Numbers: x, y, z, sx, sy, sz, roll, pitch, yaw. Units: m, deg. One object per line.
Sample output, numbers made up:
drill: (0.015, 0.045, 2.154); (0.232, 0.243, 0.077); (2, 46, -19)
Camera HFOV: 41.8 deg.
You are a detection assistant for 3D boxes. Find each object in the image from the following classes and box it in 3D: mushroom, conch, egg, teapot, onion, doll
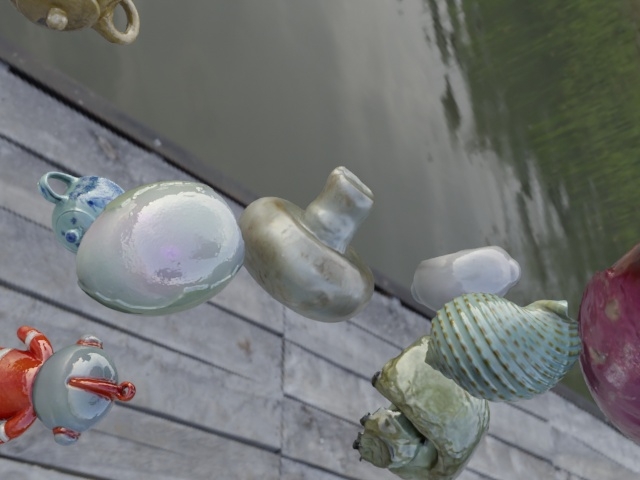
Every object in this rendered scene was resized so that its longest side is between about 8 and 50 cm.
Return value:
mushroom: (0.000, 0.000, 1.303); (0.244, 0.244, 0.243); (32, 46, -40)
conch: (0.185, 0.119, 0.875); (0.102, 0.153, 0.135); (-54, 127, -38)
egg: (-0.221, 0.017, 1.131); (0.217, 0.183, 0.183); (-30, 96, -25)
teapot: (-0.452, -0.037, 1.615); (0.232, 0.159, 0.159); (56, 35, -14)
onion: (0.474, 0.110, 0.883); (0.345, 0.358, 0.358); (46, 24, 29)
doll: (-0.427, 0.229, 1.316); (0.105, 0.337, 0.199); (47, 46, -53)
mushroom: (0.170, 0.265, 1.261); (0.164, 0.267, 0.190); (33, 48, 23)
doll: (0.286, 0.121, 1.597); (0.221, 0.221, 0.251); (69, 16, 4)
teapot: (-0.383, -0.383, 1.267); (0.311, 0.204, 0.166); (34, 50, -57)
